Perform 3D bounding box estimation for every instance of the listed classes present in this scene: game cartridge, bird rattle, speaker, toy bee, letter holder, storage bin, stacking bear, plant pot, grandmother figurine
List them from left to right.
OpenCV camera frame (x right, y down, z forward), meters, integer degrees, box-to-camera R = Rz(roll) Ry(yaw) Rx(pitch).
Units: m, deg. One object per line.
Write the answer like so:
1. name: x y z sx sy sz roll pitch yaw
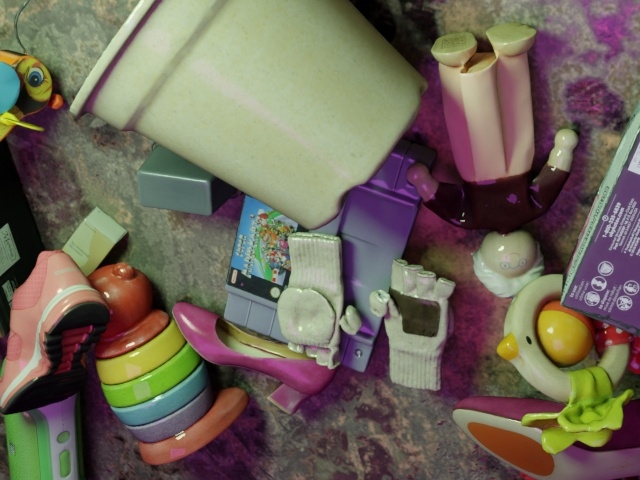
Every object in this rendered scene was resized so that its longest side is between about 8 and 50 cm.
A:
1. letter holder: -0.555 -0.024 1.737 0.215 0.152 0.301 -1 119 23
2. toy bee: -0.412 -0.190 1.569 0.298 0.195 0.162 -44 141 1
3. speaker: -0.442 0.310 1.907 0.131 0.131 0.296 12 123 13
4. stacking bear: -0.257 0.165 1.741 0.175 0.164 0.289 -18 107 28
5. storage bin: -0.180 -0.077 1.602 0.135 0.091 0.098 9 122 16
6. plant pot: -0.060 -0.184 1.357 0.305 0.334 0.334 38 125 -8
7. game cartridge: 0.000 0.000 1.603 0.230 0.068 0.355 18 124 5
8. grandmother figurine: 0.210 -0.082 1.448 0.208 0.104 0.342 -6 117 17
9. bird rattle: 0.325 0.124 1.445 0.207 0.253 0.143 37 155 -5

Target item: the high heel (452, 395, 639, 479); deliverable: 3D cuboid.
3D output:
1. high heel: 0.372 0.233 1.558 0.377 0.181 0.127 17 143 16

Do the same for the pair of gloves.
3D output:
1. pair of gloves: 0.057 0.101 1.582 0.240 0.042 0.204 15 123 12

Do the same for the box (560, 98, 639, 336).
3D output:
1. box: 0.392 -0.024 1.357 0.163 0.142 0.247 22 106 8

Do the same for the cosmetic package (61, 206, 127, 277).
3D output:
1. cosmetic package: -0.339 0.011 1.742 0.060 0.041 0.115 39 125 -4

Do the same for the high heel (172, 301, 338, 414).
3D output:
1. high heel: -0.093 0.144 1.710 0.244 0.082 0.117 41 117 -2

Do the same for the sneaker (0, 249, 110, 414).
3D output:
1. sneaker: -0.390 0.130 1.692 0.136 0.116 0.314 60 136 25

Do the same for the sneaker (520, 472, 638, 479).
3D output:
1. sneaker: 0.362 0.337 1.665 0.128 0.087 0.221 -18 100 37
